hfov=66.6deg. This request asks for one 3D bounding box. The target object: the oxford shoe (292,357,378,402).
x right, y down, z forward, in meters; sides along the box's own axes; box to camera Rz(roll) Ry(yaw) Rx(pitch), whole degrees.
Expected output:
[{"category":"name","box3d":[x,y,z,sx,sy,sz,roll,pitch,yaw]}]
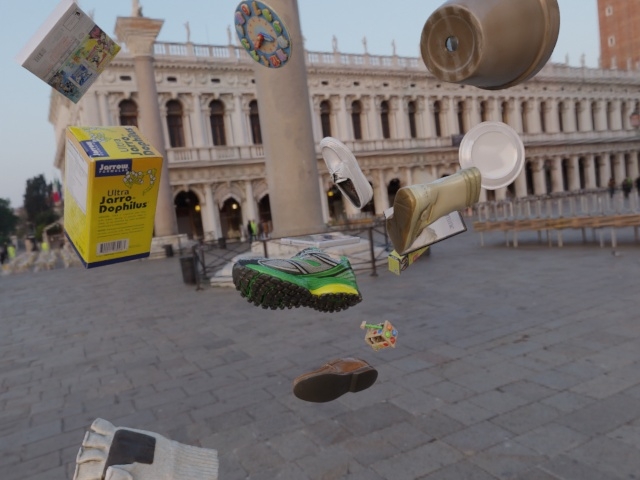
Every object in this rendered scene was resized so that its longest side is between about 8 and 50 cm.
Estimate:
[{"category":"oxford shoe","box3d":[0.022,0.299,1.066,0.212,0.076,0.076,2,25,-36]}]

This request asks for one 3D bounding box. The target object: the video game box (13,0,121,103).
[{"category":"video game box","box3d":[-0.649,-0.488,1.268,0.048,0.205,0.187,36,-3,23]}]

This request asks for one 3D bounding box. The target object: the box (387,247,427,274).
[{"category":"box","box3d":[0.364,0.034,1.955,0.058,0.087,0.232,29,55,36]}]

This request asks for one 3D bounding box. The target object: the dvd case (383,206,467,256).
[{"category":"dvd case","box3d":[0.363,-0.070,1.711,0.253,0.180,0.022,-24,-15,22]}]

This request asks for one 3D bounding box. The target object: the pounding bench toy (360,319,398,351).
[{"category":"pounding bench toy","box3d":[0.149,0.232,1.233,0.065,0.083,0.052,-23,30,37]}]

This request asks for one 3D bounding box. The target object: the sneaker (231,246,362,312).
[{"category":"sneaker","box3d":[-0.060,0.087,1.191,0.343,0.146,0.134,12,-38,-35]}]

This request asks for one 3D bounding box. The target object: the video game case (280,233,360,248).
[{"category":"video game case","box3d":[0.000,0.000,1.553,0.190,0.022,0.173,-8,9,-44]}]

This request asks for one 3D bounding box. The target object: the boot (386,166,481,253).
[{"category":"boot","box3d":[0.272,-0.070,1.187,0.203,0.095,0.262,-21,-27,-12]}]

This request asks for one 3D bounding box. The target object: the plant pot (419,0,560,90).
[{"category":"plant pot","box3d":[0.426,-0.551,1.311,0.280,0.323,0.323,-28,16,-37]}]

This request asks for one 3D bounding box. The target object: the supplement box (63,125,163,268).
[{"category":"supplement box","box3d":[-0.604,-0.127,1.406,0.195,0.356,0.194,-13,45,-42]}]

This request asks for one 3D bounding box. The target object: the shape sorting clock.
[{"category":"shape sorting clock","box3d":[-0.168,-0.590,1.401,0.206,0.206,0.040,-3,45,50]}]

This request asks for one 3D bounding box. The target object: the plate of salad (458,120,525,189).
[{"category":"plate of salad","box3d":[0.498,-0.248,1.424,0.200,0.199,0.048,-7,2,-4]}]

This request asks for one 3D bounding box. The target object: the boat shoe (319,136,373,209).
[{"category":"boat shoe","box3d":[0.052,-0.152,1.133,0.066,0.184,0.063,-14,28,40]}]

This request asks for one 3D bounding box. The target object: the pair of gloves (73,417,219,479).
[{"category":"pair of gloves","box3d":[-0.239,0.346,0.635,0.204,0.042,0.240,18,24,-10]}]
